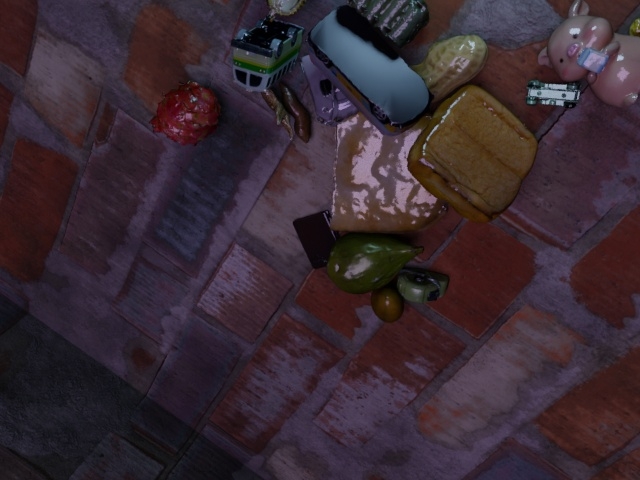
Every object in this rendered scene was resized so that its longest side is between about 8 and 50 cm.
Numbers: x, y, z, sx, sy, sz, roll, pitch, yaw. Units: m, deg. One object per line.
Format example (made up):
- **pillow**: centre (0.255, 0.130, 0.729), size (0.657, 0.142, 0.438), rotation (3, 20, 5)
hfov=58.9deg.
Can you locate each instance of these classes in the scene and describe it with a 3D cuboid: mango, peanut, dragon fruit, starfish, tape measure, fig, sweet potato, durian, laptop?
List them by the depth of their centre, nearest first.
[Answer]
- **peanut**: centre (0.340, -0.491, 1.655), size (0.306, 0.147, 0.147), rotation (-31, 102, 34)
- **durian**: centre (-0.106, -0.768, 1.671), size (0.194, 0.137, 0.237), rotation (26, 118, 3)
- **tape measure**: centre (0.056, -0.477, 1.747), size (0.197, 0.120, 0.236), rotation (-18, 83, 10)
- **starfish**: centre (-0.149, -0.426, 1.838), size (0.062, 0.277, 0.235), rotation (-34, 134, -1)
- **sweet potato**: centre (-0.079, -0.428, 1.881), size (0.065, 0.051, 0.218), rotation (-25, 100, -8)
- **fig**: centre (0.185, 0.086, 1.938), size (0.314, 0.233, 0.233), rotation (13, 119, 17)
- **dragon fruit**: centre (-0.466, -0.424, 1.948), size (0.268, 0.210, 0.205), rotation (-16, 69, 24)
- **tape measure**: centre (0.344, 0.154, 1.966), size (0.178, 0.154, 0.087), rotation (13, 118, 19)
- **mango**: centre (0.235, 0.219, 2.000), size (0.113, 0.253, 0.138), rotation (-20, 75, 3)
- **laptop**: centre (0.000, 0.000, 2.086), size (0.154, 0.026, 0.207), rotation (-15, 108, 28)

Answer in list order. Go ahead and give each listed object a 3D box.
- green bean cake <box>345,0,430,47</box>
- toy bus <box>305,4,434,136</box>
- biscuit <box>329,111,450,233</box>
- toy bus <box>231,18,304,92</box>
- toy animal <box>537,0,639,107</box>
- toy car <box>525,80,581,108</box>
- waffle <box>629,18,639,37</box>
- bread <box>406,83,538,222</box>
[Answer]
- **green bean cake**: centre (0.181, -0.651, 1.560), size (0.241, 0.255, 0.132), rotation (37, 113, 0)
- **toy bus**: centre (0.142, -0.461, 1.603), size (0.171, 0.162, 0.386), rotation (-42, 84, -5)
- **biscuit**: centre (0.232, -0.230, 1.827), size (0.447, 0.104, 0.428), rotation (2, 105, 20)
- **toy bus**: centre (-0.160, -0.564, 1.716), size (0.134, 0.276, 0.164), rotation (20, 127, 10)
- **toy animal**: centre (0.715, -0.470, 1.472), size (0.256, 0.213, 0.195), rotation (32, 126, 3)
- **toy car**: centre (0.661, -0.418, 1.613), size (0.143, 0.054, 0.073), rotation (9, 117, 21)
- **waffle**: centre (0.963, -0.537, 1.439), size (0.301, 0.058, 0.281), rotation (29, 121, 5)
- **bread**: centre (0.440, -0.250, 1.649), size (0.337, 0.148, 0.327), rotation (35, 78, -12)
